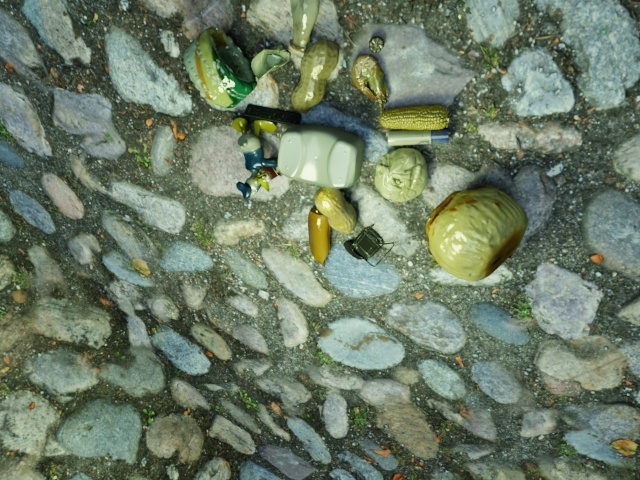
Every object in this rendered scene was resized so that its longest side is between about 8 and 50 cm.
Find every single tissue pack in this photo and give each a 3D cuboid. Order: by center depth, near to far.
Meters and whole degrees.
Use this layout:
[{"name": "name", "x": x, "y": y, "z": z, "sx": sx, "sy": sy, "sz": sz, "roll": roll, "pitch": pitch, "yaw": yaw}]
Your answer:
[{"name": "tissue pack", "x": 0.009, "y": -0.348, "z": 1.728, "sx": 0.332, "sy": 0.236, "sz": 0.230, "roll": 14, "pitch": 115, "yaw": 10}]

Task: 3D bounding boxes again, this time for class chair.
[{"name": "chair", "x": 0.213, "y": 0.019, "z": 1.959, "sx": 0.140, "sy": 0.221, "sz": 0.145, "roll": 44, "pitch": 81, "yaw": -10}]

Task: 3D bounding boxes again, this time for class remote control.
[{"name": "remote control", "x": -0.202, "y": -0.527, "z": 1.791, "sx": 0.244, "sy": 0.063, "sz": 0.025, "roll": 15, "pitch": 164, "yaw": 11}]

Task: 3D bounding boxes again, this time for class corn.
[{"name": "corn", "x": 0.357, "y": -0.465, "z": 1.617, "sx": 0.259, "sy": 0.091, "sz": 0.091, "roll": 3, "pitch": 118, "yaw": 19}]

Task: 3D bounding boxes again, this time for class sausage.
[{"name": "sausage", "x": -0.002, "y": -0.002, "z": 2.013, "sx": 0.111, "sy": 0.112, "sz": 0.329, "roll": 6, "pitch": 122, "yaw": 15}]

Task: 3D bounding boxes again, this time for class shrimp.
[{"name": "shrimp", "x": 0.193, "y": -0.596, "z": 1.617, "sx": 0.115, "sy": 0.051, "sz": 0.217, "roll": -15, "pitch": 115, "yaw": 33}]

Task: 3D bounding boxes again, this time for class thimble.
[{"name": "thimble", "x": -0.389, "y": -0.668, "z": 1.646, "sx": 0.167, "sy": 0.254, "sz": 0.288, "roll": -26, "pitch": 96, "yaw": 27}]

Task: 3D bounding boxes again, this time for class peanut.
[{"name": "peanut", "x": -0.030, "y": -0.626, "z": 1.632, "sx": 0.136, "sy": 0.120, "sz": 0.299, "roll": 42, "pitch": 128, "yaw": 20}]

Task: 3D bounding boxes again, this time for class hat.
[{"name": "hat", "x": -0.187, "y": -0.686, "z": 1.648, "sx": 0.166, "sy": 0.081, "sz": 0.122, "roll": -39, "pitch": 68, "yaw": 15}]

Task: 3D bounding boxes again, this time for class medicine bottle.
[{"name": "medicine bottle", "x": 0.382, "y": -0.405, "z": 1.663, "sx": 0.230, "sy": 0.059, "sz": 0.059, "roll": 2, "pitch": 121, "yaw": 18}]

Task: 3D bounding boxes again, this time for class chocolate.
[{"name": "chocolate", "x": 0.073, "y": -0.133, "z": 1.847, "sx": 0.134, "sy": 0.134, "sz": 0.309, "roll": -8, "pitch": 147, "yaw": 23}]

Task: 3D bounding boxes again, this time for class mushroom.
[{"name": "mushroom", "x": -0.057, "y": -0.810, "z": 1.551, "sx": 0.116, "sy": 0.093, "sz": 0.225, "roll": 27, "pitch": 138, "yaw": 29}]

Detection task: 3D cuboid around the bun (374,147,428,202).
[{"name": "bun", "x": 0.324, "y": -0.260, "z": 1.724, "sx": 0.229, "sy": 0.145, "sz": 0.230, "roll": 8, "pitch": 119, "yaw": 15}]

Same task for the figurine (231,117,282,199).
[{"name": "figurine", "x": -0.285, "y": -0.317, "z": 1.833, "sx": 0.204, "sy": 0.339, "sz": 0.283, "roll": -1, "pitch": 155, "yaw": 27}]

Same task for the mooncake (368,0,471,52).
[{"name": "mooncake", "x": 0.337, "y": -0.741, "z": 1.482, "sx": 0.346, "sy": 0.057, "sz": 0.150, "roll": -28, "pitch": 121, "yaw": 37}]

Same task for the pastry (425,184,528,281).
[{"name": "pastry", "x": 0.587, "y": -0.039, "z": 1.645, "sx": 0.312, "sy": 0.388, "sz": 0.389, "roll": 43, "pitch": 131, "yaw": 29}]
